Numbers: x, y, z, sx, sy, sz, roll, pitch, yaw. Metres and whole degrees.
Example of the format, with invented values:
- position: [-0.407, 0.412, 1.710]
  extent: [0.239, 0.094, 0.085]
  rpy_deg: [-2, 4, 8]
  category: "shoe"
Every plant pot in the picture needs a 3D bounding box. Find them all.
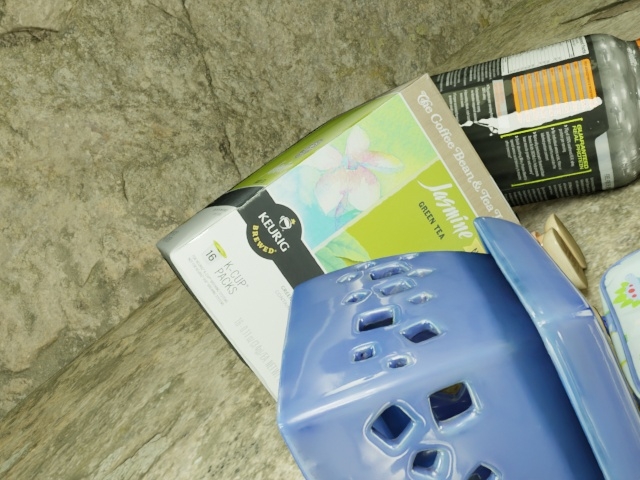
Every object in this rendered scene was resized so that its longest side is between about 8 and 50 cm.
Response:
- position: [0.114, 0.127, 0.530]
  extent: [0.212, 0.236, 0.236]
  rpy_deg: [-26, 17, 10]
  category: "plant pot"

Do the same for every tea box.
- position: [0.000, 0.000, 0.820]
  extent: [0.323, 0.220, 0.329]
  rpy_deg: [-38, 11, -11]
  category: "tea box"

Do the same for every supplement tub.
- position: [0.295, -0.155, 0.931]
  extent: [0.338, 0.207, 0.207]
  rpy_deg: [-10, 24, 22]
  category: "supplement tub"

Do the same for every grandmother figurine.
- position: [0.144, 0.095, 0.819]
  extent: [0.342, 0.104, 0.208]
  rpy_deg: [-32, -5, 26]
  category: "grandmother figurine"

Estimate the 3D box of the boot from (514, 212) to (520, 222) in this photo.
- position: [0.230, -0.014, 1.028]
  extent: [0.161, 0.083, 0.246]
  rpy_deg: [-11, 28, 35]
  category: "boot"

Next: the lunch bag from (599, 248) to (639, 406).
- position: [0.315, 0.066, 0.522]
  extent: [0.176, 0.090, 0.219]
  rpy_deg: [-29, 16, 22]
  category: "lunch bag"
